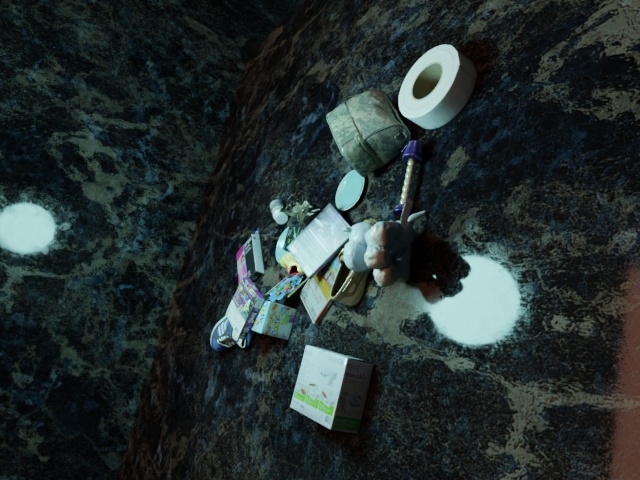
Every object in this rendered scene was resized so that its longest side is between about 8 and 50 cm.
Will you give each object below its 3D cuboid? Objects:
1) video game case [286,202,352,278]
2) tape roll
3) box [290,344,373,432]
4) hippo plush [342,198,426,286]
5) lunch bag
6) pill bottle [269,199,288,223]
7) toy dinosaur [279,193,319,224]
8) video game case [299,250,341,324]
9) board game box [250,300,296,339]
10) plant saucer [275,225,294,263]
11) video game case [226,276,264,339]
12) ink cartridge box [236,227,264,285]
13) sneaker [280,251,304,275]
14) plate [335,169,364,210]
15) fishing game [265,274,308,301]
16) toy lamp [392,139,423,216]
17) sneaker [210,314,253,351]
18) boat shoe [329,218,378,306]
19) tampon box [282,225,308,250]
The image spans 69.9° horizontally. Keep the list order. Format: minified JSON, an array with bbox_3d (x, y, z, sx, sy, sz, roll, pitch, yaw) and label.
[{"bbox_3d":[0.000,0.000,1.917,0.274,0.026,0.196,-45,55,10],"label":"video game case"},{"bbox_3d":[0.417,-0.554,1.657,0.286,0.100,0.286,-35,44,42],"label":"tape roll"},{"bbox_3d":[0.032,0.502,1.580,0.262,0.126,0.231,-4,67,56],"label":"box"},{"bbox_3d":[0.170,0.000,1.527,0.236,0.234,0.294,7,78,41],"label":"hippo plush"},{"bbox_3d":[0.198,-0.440,1.821,0.256,0.212,0.305,-33,46,20],"label":"lunch bag"},{"bbox_3d":[-0.217,-0.149,2.406,0.078,0.078,0.137,-54,34,22],"label":"pill bottle"},{"bbox_3d":[-0.080,-0.123,2.068,0.121,0.160,0.313,-51,-10,2],"label":"toy dinosaur"},{"bbox_3d":[0.019,0.176,1.896,0.285,0.025,0.204,-58,32,17],"label":"video game case"},{"bbox_3d":[-0.252,0.349,2.093,0.275,0.142,0.144,0,72,57],"label":"board game box"},{"bbox_3d":[-0.153,0.025,2.240,0.195,0.037,0.195,-35,44,43],"label":"plant saucer"},{"bbox_3d":[-0.348,0.304,2.090,0.210,0.041,0.232,-64,31,7],"label":"video game case"},{"bbox_3d":[-0.395,0.098,2.549,0.176,0.069,0.371,-49,34,29],"label":"ink cartridge box"},{"bbox_3d":[-0.126,0.113,2.061,0.208,0.081,0.094,0,43,52],"label":"sneaker"},{"bbox_3d":[0.131,-0.213,1.961,0.188,0.024,0.188,-33,46,43],"label":"plate"},{"bbox_3d":[-0.163,0.206,2.051,0.189,0.041,0.264,-40,15,-21],"label":"fishing game"},{"bbox_3d":[0.315,-0.225,1.634,0.080,0.080,0.275,-8,64,55],"label":"toy lamp"},{"bbox_3d":[-0.448,0.491,2.320,0.323,0.130,0.236,-54,30,13],"label":"sneaker"},{"bbox_3d":[0.130,0.072,1.705,0.121,0.110,0.341,6,77,58],"label":"boat shoe"},{"bbox_3d":[-0.078,0.005,2.075,0.161,0.101,0.121,4,75,57],"label":"tampon box"}]
